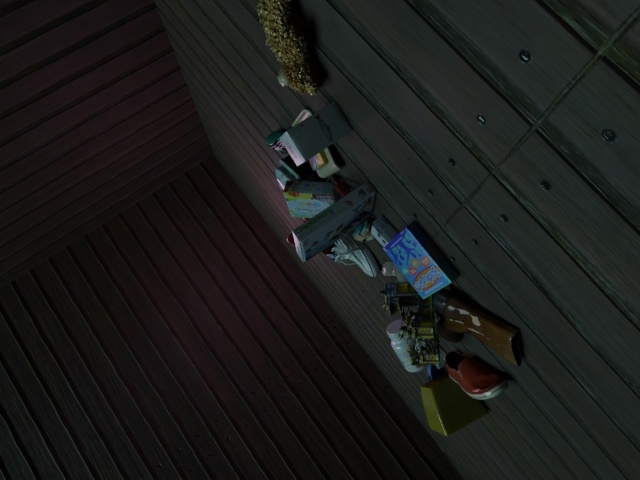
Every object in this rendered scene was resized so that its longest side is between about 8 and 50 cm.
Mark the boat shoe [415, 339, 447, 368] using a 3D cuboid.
[{"bbox_3d":[0.452,0.456,1.867,0.227,0.081,0.079,45,165,34],"label":"boat shoe"}]

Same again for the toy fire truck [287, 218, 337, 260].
[{"bbox_3d":[0.000,0.000,2.058,0.253,0.169,0.302,35,-173,8],"label":"toy fire truck"}]

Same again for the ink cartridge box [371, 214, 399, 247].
[{"bbox_3d":[0.259,0.016,1.489,0.207,0.046,0.097,49,167,19],"label":"ink cartridge box"}]

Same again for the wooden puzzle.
[{"bbox_3d":[-0.024,-0.339,1.568,0.239,0.044,0.221,60,167,-7],"label":"wooden puzzle"}]

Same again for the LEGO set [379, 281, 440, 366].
[{"bbox_3d":[0.308,0.292,1.522,0.331,0.191,0.255,57,-147,-56],"label":"LEGO set"}]

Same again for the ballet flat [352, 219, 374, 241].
[{"bbox_3d":[0.180,-0.033,1.650,0.067,0.073,0.206,27,172,-5],"label":"ballet flat"}]

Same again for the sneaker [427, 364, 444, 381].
[{"bbox_3d":[0.541,0.645,2.042,0.090,0.081,0.232,20,146,56],"label":"sneaker"}]

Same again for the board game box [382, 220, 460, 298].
[{"bbox_3d":[0.306,0.064,1.341,0.210,0.047,0.160,51,148,10],"label":"board game box"}]

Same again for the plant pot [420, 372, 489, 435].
[{"bbox_3d":[0.556,0.694,1.881,0.212,0.212,0.187,106,139,-74],"label":"plant pot"}]

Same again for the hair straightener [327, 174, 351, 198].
[{"bbox_3d":[0.071,-0.180,1.595,0.089,0.047,0.230,66,173,-31],"label":"hair straightener"}]

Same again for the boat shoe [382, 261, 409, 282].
[{"bbox_3d":[0.309,0.116,1.596,0.064,0.075,0.206,12,179,-25],"label":"boat shoe"}]

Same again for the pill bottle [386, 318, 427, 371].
[{"bbox_3d":[0.403,0.486,2.013,0.229,0.131,0.131,58,167,-17],"label":"pill bottle"}]

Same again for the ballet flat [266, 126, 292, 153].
[{"bbox_3d":[-0.150,-0.404,1.791,0.096,0.095,0.280,46,171,-23],"label":"ballet flat"}]

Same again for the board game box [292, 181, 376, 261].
[{"bbox_3d":[0.049,-0.058,1.467,0.053,0.305,0.193,52,167,19],"label":"board game box"}]

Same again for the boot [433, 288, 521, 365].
[{"bbox_3d":[0.495,0.289,1.336,0.280,0.096,0.264,30,147,45],"label":"boot"}]

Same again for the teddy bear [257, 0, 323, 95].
[{"bbox_3d":[-0.104,-0.551,1.175,0.245,0.113,0.338,48,166,34],"label":"teddy bear"}]

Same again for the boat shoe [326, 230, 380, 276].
[{"bbox_3d":[0.096,0.034,1.883,0.367,0.156,0.136,53,168,7],"label":"boat shoe"}]

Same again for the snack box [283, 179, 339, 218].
[{"bbox_3d":[-0.031,-0.163,1.770,0.206,0.070,0.175,6,150,13],"label":"snack box"}]

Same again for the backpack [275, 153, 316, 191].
[{"bbox_3d":[-0.100,-0.260,1.869,0.166,0.144,0.188,40,165,30],"label":"backpack"}]

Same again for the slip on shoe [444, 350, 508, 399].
[{"bbox_3d":[0.537,0.472,1.535,0.101,0.123,0.331,59,172,-5],"label":"slip on shoe"}]

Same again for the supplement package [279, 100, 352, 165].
[{"bbox_3d":[-0.015,-0.319,1.299,0.105,0.179,0.105,56,168,-10],"label":"supplement package"}]
